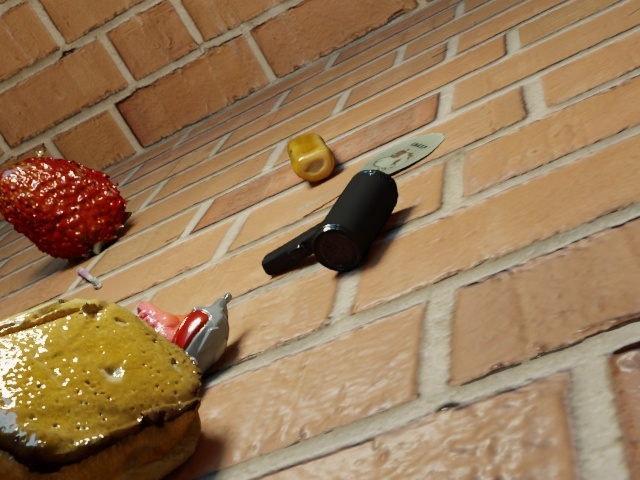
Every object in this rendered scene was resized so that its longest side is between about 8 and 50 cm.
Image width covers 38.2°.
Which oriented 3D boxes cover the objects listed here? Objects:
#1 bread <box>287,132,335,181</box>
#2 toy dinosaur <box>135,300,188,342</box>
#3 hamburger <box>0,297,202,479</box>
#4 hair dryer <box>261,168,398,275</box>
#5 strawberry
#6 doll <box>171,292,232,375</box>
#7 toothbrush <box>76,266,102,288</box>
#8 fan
[{"bbox_3d":[-0.020,-0.184,2.047,0.093,0.074,0.239,-23,17,1],"label":"bread"},{"bbox_3d":[-0.247,0.132,1.567,0.139,0.070,0.286,-21,13,-7],"label":"toy dinosaur"},{"bbox_3d":[-0.302,0.202,1.116,0.304,0.174,0.284,-21,36,-40],"label":"hamburger"},{"bbox_3d":[0.000,0.000,1.520,0.251,0.089,0.197,-29,17,34],"label":"hair dryer"},{"bbox_3d":[-0.697,-0.113,2.500,0.292,0.343,0.292,-23,37,18],"label":"strawberry"},{"bbox_3d":[-0.184,0.158,1.345,0.102,0.075,0.227,-27,24,42],"label":"doll"},{"bbox_3d":[-0.570,0.087,2.259,0.020,0.025,0.286,-35,17,-16],"label":"toothbrush"},{"bbox_3d":[0.097,-0.132,1.815,0.329,0.009,0.191,-29,18,-8],"label":"fan"}]
